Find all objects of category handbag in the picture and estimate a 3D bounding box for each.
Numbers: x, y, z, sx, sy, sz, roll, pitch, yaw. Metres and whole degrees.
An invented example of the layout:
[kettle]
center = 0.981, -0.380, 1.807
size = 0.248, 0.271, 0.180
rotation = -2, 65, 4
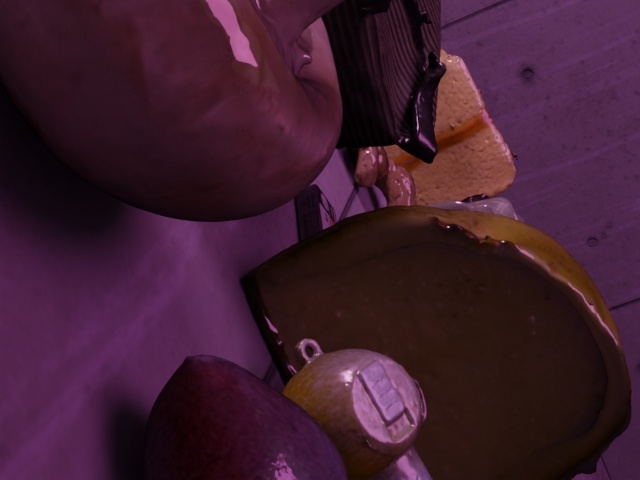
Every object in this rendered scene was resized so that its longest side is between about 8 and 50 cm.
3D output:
[handbag]
center = -0.008, -0.208, 0.939
size = 0.341, 0.247, 0.240
rotation = 66, 13, -53

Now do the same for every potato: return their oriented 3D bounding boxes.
[potato]
center = 0.128, 0.096, 0.957
size = 0.330, 0.280, 0.213
rotation = 64, 18, -12

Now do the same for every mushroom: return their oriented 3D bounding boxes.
[mushroom]
center = -0.057, -0.167, 0.628
size = 0.297, 0.290, 0.297
rotation = 59, 17, -31

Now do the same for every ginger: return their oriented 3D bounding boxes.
[ginger]
center = 0.070, -0.118, 1.462
size = 0.149, 0.065, 0.259
rotation = -39, 114, -61

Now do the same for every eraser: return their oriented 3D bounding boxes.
[eraser]
center = 0.000, 0.000, 1.107
size = 0.052, 0.029, 0.122
rotation = 54, 20, -43

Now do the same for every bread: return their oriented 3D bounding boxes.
[bread]
center = 0.197, -0.192, 1.769
size = 0.263, 0.198, 0.236
rotation = 62, 10, -16

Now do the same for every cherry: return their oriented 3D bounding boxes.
[cherry]
center = -0.053, 0.144, 0.580
size = 0.188, 0.115, 0.148
rotation = -32, 119, -69

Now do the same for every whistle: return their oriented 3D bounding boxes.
[whistle]
center = 0.036, 0.177, 0.821
size = 0.223, 0.123, 0.123
rotation = 60, 15, 3

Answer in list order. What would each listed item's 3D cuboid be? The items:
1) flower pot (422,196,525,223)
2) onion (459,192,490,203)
[flower pot]
center = 0.168, 0.078, 1.304
size = 0.367, 0.164, 0.254
rotation = -4, 83, -63
[onion]
center = 0.205, 0.074, 1.594
size = 0.247, 0.111, 0.250
rotation = -51, 125, -37
